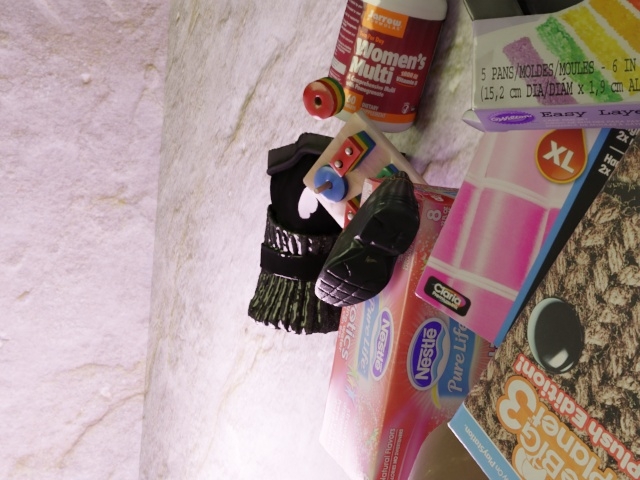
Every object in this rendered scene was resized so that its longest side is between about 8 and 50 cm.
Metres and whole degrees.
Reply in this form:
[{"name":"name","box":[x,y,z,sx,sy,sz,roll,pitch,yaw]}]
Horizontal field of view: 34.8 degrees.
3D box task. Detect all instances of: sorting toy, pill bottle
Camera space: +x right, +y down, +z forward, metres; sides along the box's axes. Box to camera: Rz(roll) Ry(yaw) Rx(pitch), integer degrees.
[{"name":"sorting toy","box":[0.050,-0.050,1.181,0.274,0.046,0.132,49,134,10]},{"name":"pill bottle","box":[0.085,-0.253,1.243,0.121,0.121,0.221,-122,42,-57]}]

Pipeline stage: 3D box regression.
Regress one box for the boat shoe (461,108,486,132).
[{"name":"boat shoe","box":[0.195,-0.129,1.045,0.040,0.049,0.142,-65,24,-2]}]

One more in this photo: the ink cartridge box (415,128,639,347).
[{"name":"ink cartridge box","box":[0.220,-0.064,0.811,0.175,0.069,0.371,33,121,21]}]

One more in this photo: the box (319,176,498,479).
[{"name":"box","box":[0.111,0.097,1.046,0.142,0.154,0.300,-148,66,-66]}]

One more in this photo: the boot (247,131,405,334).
[{"name":"boot","box":[0.004,0.001,1.371,0.348,0.131,0.260,175,103,-73]}]

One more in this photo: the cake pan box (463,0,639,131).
[{"name":"cake pan box","box":[0.232,-0.204,0.713,0.070,0.266,0.246,29,-117,-68]}]

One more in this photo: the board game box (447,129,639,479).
[{"name":"board game box","box":[0.248,0.094,0.625,0.232,0.141,0.291,52,136,32]}]

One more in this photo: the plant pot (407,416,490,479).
[{"name":"plant pot","box":[0.148,0.267,0.828,0.229,0.263,0.263,-84,14,-50]}]

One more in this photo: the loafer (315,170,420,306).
[{"name":"loafer","box":[0.047,0.003,0.967,0.170,0.062,0.061,-50,20,45]}]
